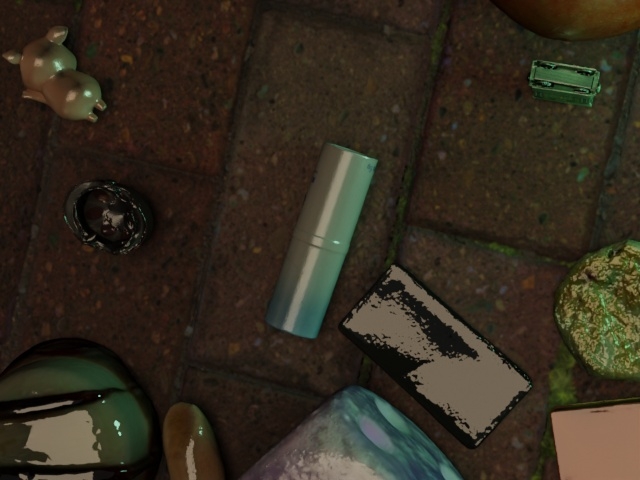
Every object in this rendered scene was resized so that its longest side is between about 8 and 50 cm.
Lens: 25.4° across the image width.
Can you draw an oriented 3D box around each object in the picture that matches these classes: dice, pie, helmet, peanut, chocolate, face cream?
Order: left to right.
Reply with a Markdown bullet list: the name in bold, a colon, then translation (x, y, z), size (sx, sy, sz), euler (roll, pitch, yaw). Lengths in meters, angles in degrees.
- **chocolate**: translation (-0.364, 0.274, 1.899), size (0.284, 0.186, 0.283), euler (1, 93, 13)
- **helmet**: translation (-0.280, -0.035, 1.925), size (0.123, 0.070, 0.098), euler (27, 107, 14)
- **peanut**: translation (-0.172, 0.292, 1.916), size (0.076, 0.076, 0.152), euler (-14, 92, 13)
- **face cream**: translation (0.000, 0.000, 1.860), size (0.077, 0.077, 0.250), euler (20, 95, 11)
- **dice**: translation (0.029, 0.361, 1.770), size (0.270, 0.271, 0.270), euler (-45, 83, 11)
- **pie**: translation (0.388, 0.090, 1.795), size (0.187, 0.041, 0.187), euler (1, 93, 13)

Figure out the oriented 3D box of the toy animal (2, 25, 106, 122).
- **toy animal**: translation (-0.352, -0.221, 1.929), size (0.150, 0.083, 0.089), euler (44, 143, -2)

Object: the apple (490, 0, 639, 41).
- **apple**: translation (0.315, -0.388, 1.671), size (0.319, 0.277, 0.319), euler (1, 94, 12)

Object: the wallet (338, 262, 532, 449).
- **wallet**: translation (0.149, 0.151, 1.859), size (0.244, 0.025, 0.124), euler (41, 100, 7)

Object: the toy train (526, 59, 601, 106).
- **toy train**: translation (0.307, -0.198, 1.793), size (0.093, 0.056, 0.038), euler (10, 77, 12)

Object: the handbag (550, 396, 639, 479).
- **handbag**: translation (0.395, 0.264, 1.794), size (0.190, 0.063, 0.127), euler (-9, 90, 17)
